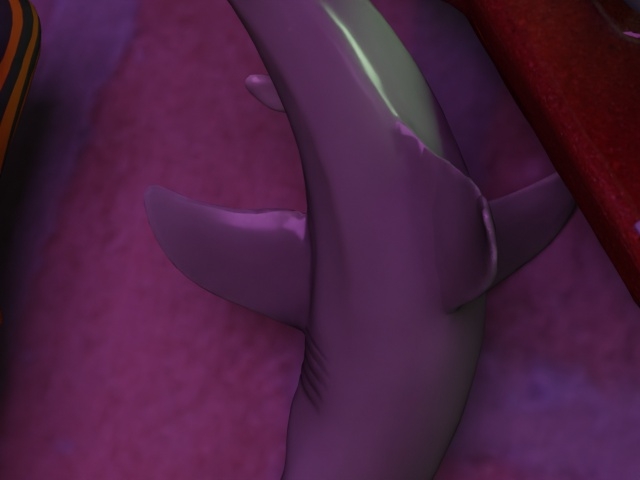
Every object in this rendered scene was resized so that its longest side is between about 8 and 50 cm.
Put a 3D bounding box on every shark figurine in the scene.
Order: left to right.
[{"bbox_3d":[0.003,-0.028,0.509,0.166,0.116,0.278,-33,111,-10],"label":"shark figurine"}]

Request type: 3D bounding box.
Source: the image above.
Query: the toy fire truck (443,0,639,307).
[{"bbox_3d":[0.185,-0.107,0.522,0.302,0.169,0.254,-29,68,1],"label":"toy fire truck"}]

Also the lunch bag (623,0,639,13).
[{"bbox_3d":[0.157,-0.177,0.383,0.303,0.115,0.243,-45,40,10],"label":"lunch bag"}]

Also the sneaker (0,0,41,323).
[{"bbox_3d":[-0.124,0.079,0.561,0.180,0.124,0.321,25,92,10],"label":"sneaker"}]
